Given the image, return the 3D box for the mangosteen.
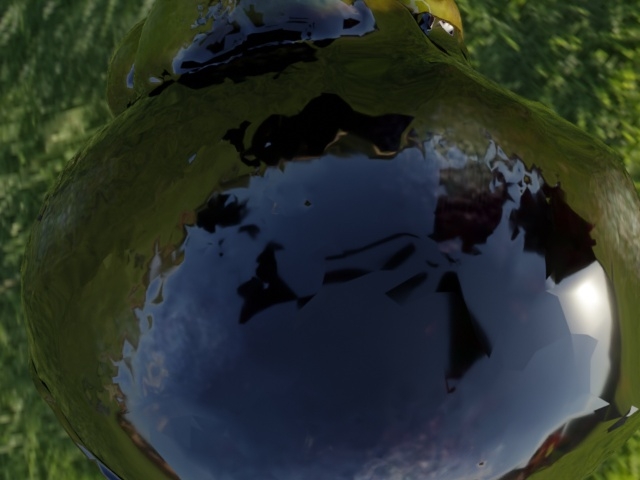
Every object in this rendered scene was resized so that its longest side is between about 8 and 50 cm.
[{"bbox_3d":[-0.002,0.005,0.670,0.288,0.287,0.233,36,105,-25],"label":"mangosteen"}]
